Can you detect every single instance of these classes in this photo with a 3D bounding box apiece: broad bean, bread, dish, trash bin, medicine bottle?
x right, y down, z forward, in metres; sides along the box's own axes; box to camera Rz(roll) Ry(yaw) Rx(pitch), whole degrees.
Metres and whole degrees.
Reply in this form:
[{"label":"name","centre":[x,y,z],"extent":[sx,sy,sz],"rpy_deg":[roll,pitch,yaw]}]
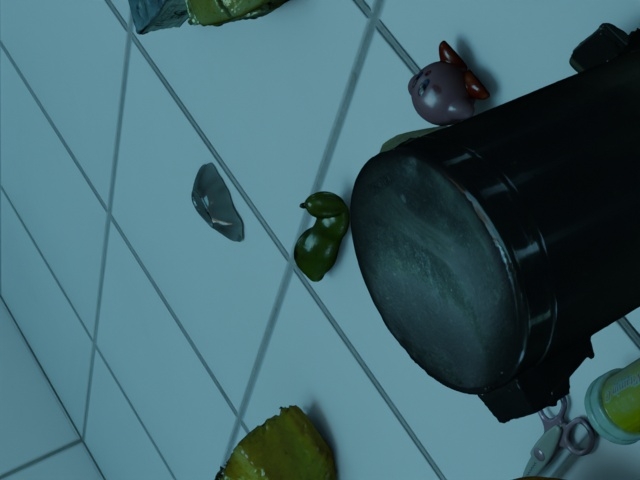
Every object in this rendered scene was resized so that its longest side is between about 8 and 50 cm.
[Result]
[{"label":"broad bean","centre":[0.000,0.000,1.629],"extent":[0.213,0.070,0.048],"rpy_deg":[94,160,-57]},{"label":"bread","centre":[-0.096,-0.302,1.507],"extent":[0.156,0.117,0.064],"rpy_deg":[5,113,60]},{"label":"dish","centre":[-0.170,-0.052,1.912],"extent":[0.137,0.039,0.091],"rpy_deg":[59,151,18]},{"label":"bread","centre":[-0.065,0.380,1.931],"extent":[0.147,0.160,0.260],"rpy_deg":[50,143,18]},{"label":"trash bin","centre":[0.203,-0.026,0.990],"extent":[0.252,0.301,0.203],"rpy_deg":[62,151,6]},{"label":"medicine bottle","centre":[0.329,0.123,1.125],"extent":[0.074,0.074,0.218],"rpy_deg":[60,150,13]}]

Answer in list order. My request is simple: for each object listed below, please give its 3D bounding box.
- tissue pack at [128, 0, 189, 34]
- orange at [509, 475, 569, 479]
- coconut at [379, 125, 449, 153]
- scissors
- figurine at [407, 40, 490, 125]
[{"label":"tissue pack","centre":[-0.227,-0.427,1.657],"extent":[0.185,0.081,0.257],"rpy_deg":[163,92,-70]},{"label":"orange","centre":[0.228,0.396,1.247],"extent":[0.312,0.312,0.312],"rpy_deg":[41,143,41]},{"label":"coconut","centre":[0.128,-0.048,1.281],"extent":[0.147,0.147,0.152],"rpy_deg":[42,147,39]},{"label":"scissors","centre":[0.256,0.236,1.389],"extent":[0.085,0.022,0.176],"rpy_deg":[50,145,25]},{"label":"figurine","centre":[0.131,-0.152,1.272],"extent":[0.067,0.071,0.083],"rpy_deg":[34,-162,-52]}]
